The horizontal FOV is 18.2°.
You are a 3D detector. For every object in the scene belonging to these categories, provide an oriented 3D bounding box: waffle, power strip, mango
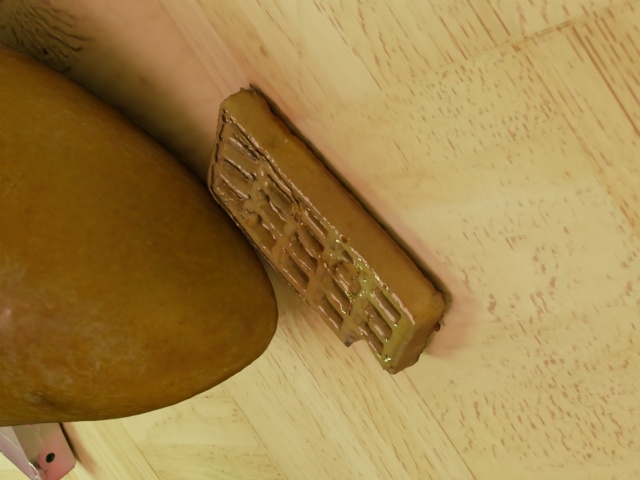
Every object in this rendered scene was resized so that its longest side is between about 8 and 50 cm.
[{"bbox_3d":[0.000,0.000,0.884,0.135,0.021,0.092,49,157,13],"label":"waffle"},{"bbox_3d":[-0.292,0.100,1.604,0.279,0.037,0.109,32,150,43],"label":"power strip"},{"bbox_3d":[-0.189,-0.005,1.038,0.384,0.199,0.221,20,138,33],"label":"mango"}]
